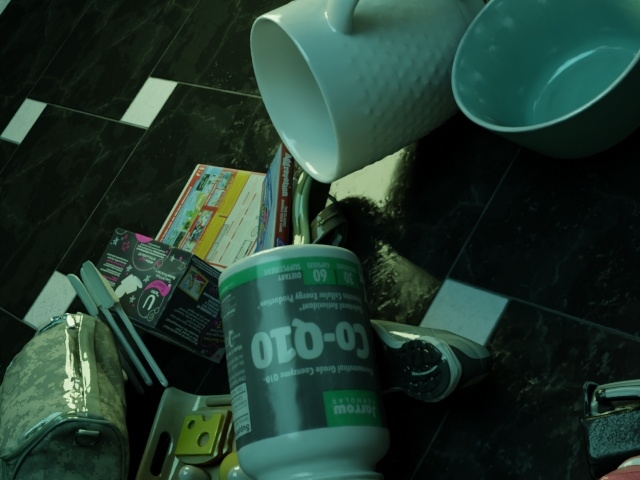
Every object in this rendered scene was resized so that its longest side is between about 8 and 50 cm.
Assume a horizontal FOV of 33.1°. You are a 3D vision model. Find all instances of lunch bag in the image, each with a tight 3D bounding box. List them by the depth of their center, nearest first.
[{"bbox_3d":[-0.401,0.289,1.699,0.256,0.212,0.305,-64,25,23],"label":"lunch bag"}]

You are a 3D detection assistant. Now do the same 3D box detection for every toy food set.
[{"bbox_3d":[-0.151,0.313,1.617,0.306,0.092,0.220,-9,54,37],"label":"toy food set"}]

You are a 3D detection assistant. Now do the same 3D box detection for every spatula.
[{"bbox_3d":[-0.338,0.148,1.782,0.019,0.242,0.168,-32,4,-32],"label":"spatula"}]

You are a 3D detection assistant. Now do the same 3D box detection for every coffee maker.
[{"bbox_3d":[0.394,0.224,1.190,0.178,0.120,0.171,-18,76,34],"label":"coffee maker"}]

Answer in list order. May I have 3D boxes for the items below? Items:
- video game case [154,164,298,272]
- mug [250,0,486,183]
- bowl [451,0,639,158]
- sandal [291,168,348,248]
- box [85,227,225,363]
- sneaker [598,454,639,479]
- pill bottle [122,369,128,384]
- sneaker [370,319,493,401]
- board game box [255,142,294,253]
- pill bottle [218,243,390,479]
[{"bbox_3d":[-0.181,-0.039,1.973,0.285,0.025,0.204,12,68,46],"label":"video game case"},{"bbox_3d":[0.099,-0.305,1.649,0.328,0.374,0.276,-26,62,-17],"label":"mug"},{"bbox_3d":[0.360,-0.240,1.529,0.311,0.163,0.312,-24,47,28],"label":"bowl"},{"bbox_3d":[0.000,0.002,1.730,0.086,0.120,0.303,1,57,9],"label":"sandal"},{"bbox_3d":[-0.262,0.094,1.836,0.247,0.163,0.142,16,75,48],"label":"box"},{"bbox_3d":[0.370,0.346,1.033,0.116,0.136,0.314,-53,56,21],"label":"sneaker"},{"bbox_3d":[-0.413,0.270,1.901,0.137,0.078,0.078,-46,40,4],"label":"pill bottle"},{"bbox_3d":[0.130,0.164,1.488,0.271,0.107,0.100,8,101,60],"label":"sneaker"},{"bbox_3d":[-0.079,-0.005,1.767,0.145,0.027,0.281,125,152,-59],"label":"board game box"},{"bbox_3d":[-0.018,0.204,1.437,0.204,0.204,0.361,-21,68,30],"label":"pill bottle"}]
